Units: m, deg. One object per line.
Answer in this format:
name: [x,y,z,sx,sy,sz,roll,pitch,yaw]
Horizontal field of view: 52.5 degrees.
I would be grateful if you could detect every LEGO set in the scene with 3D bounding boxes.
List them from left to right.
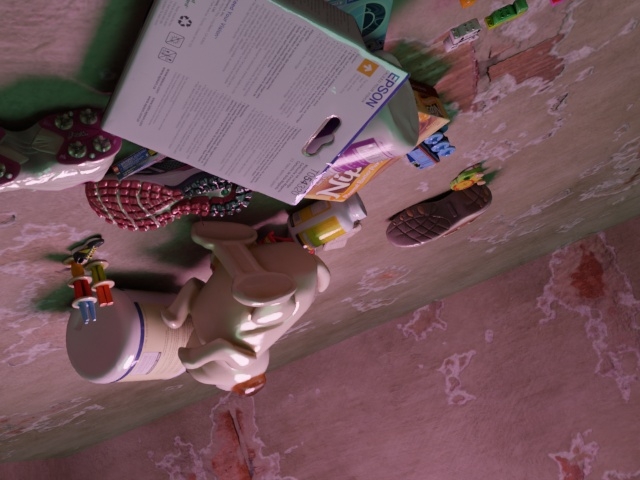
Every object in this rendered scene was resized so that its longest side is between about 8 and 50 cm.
LEGO set: [0.289,-0.391,1.010,0.227,0.087,0.093,-24,175,6]

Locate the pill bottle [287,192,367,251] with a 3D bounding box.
pill bottle: [0.018,-0.053,1.600,0.184,0.103,0.103,-26,160,13]

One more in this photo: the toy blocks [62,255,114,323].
toy blocks: [-0.503,0.114,1.438,0.054,0.148,0.123,-27,159,16]

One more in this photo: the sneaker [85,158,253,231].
sneaker: [-0.275,-0.097,1.191,0.298,0.112,0.121,-5,134,-7]

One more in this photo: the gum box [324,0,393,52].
gum box: [0.027,-0.333,0.967,0.156,0.041,0.184,-18,161,-10]

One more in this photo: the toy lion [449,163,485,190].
toy lion: [0.407,-0.169,1.809,0.096,0.034,0.100,-18,161,13]

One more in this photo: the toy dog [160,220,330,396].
toy dog: [-0.195,0.183,1.572,0.395,0.284,0.408,-11,135,-48]

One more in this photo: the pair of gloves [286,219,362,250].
pair of gloves: [0.000,0.000,1.814,0.240,0.042,0.204,-13,159,-25]

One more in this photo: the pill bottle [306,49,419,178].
pill bottle: [-0.002,-0.189,1.081,0.301,0.170,0.169,-13,166,27]

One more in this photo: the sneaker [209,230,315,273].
sneaker: [-0.149,0.029,1.677,0.278,0.107,0.118,-8,134,-16]

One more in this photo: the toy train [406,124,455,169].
toy train: [0.226,-0.218,1.422,0.105,0.080,0.184,-23,161,22]

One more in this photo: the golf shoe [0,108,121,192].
golf shoe: [-0.454,-0.109,0.967,0.306,0.115,0.140,-11,161,-25]

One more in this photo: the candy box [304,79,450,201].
candy box: [0.080,-0.196,1.310,0.316,0.088,0.182,-35,156,35]

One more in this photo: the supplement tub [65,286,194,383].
supplement tub: [-0.463,0.247,1.696,0.235,0.236,0.324,-30,158,23]

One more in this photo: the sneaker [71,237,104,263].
sneaker: [-0.490,0.023,1.379,0.083,0.035,0.031,-28,160,17]

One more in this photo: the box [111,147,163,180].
box: [-0.270,-0.146,1.071,0.093,0.027,0.137,-25,-168,21]

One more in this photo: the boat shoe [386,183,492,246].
boat shoe: [0.351,-0.058,1.909,0.324,0.123,0.116,-22,163,6]

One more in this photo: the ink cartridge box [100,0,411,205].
ink cartridge box: [-0.101,-0.213,0.913,0.329,0.072,0.324,20,139,-25]
